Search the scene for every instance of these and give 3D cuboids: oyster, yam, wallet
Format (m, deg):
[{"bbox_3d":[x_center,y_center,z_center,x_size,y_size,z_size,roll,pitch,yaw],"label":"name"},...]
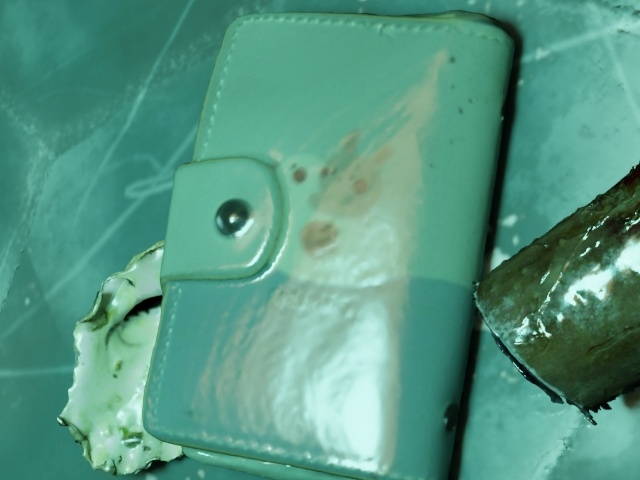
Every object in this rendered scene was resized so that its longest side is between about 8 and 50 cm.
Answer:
[{"bbox_3d":[-0.136,0.084,1.454,0.133,0.072,0.209,4,95,6],"label":"oyster"},{"bbox_3d":[0.240,0.002,1.173,0.280,0.131,0.131,-36,61,22],"label":"yam"},{"bbox_3d":[0.000,0.000,1.354,0.252,0.083,0.360,6,81,21],"label":"wallet"}]
